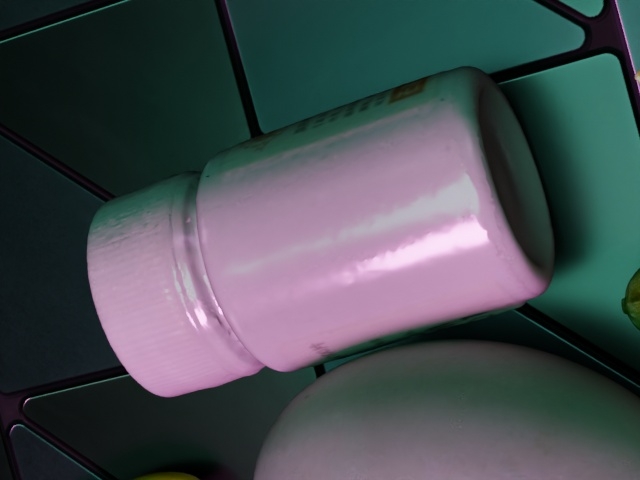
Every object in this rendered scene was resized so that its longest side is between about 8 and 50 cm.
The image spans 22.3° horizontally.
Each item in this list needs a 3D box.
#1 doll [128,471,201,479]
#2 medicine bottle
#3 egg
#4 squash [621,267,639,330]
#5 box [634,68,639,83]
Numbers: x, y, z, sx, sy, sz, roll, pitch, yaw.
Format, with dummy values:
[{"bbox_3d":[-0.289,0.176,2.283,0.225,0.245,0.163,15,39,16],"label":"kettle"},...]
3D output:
[{"bbox_3d":[-0.162,0.350,1.572,0.252,0.111,0.237,-21,73,21],"label":"doll"},{"bbox_3d":[0.000,0.000,1.421,0.371,0.211,0.211,-18,90,21],"label":"medicine bottle"},{"bbox_3d":[0.133,0.222,1.363,0.389,0.276,0.276,4,97,13],"label":"egg"},{"bbox_3d":[0.437,0.040,1.332,0.378,0.101,0.101,-2,95,24],"label":"squash"},{"bbox_3d":[0.414,-0.167,1.336,0.175,0.062,0.260,47,108,9],"label":"box"}]
